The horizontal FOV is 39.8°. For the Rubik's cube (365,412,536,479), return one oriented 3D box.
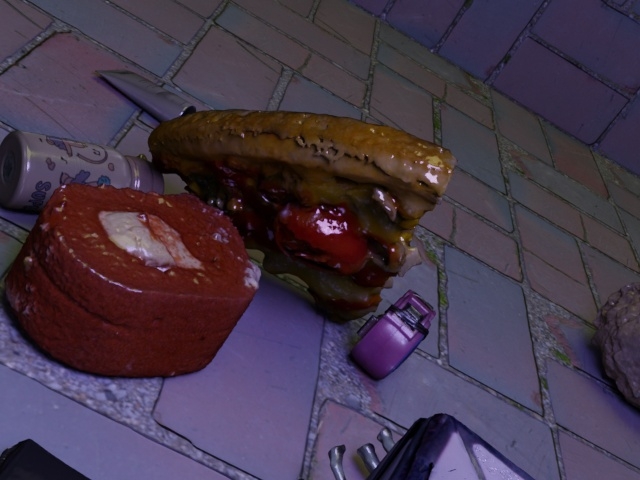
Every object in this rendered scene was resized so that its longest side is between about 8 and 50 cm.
[{"bbox_3d":[0.088,0.363,0.637,0.305,0.310,0.307,37,30,7],"label":"Rubik's cube"}]

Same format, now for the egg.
[{"bbox_3d":[0.636,0.197,1.551,0.279,0.279,0.310,5,14,-43],"label":"egg"}]

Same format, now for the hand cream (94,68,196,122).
[{"bbox_3d":[-0.282,-0.240,1.478,0.186,0.054,0.087,34,23,13],"label":"hand cream"}]

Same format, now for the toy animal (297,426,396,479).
[{"bbox_3d":[0.091,0.293,0.996,0.255,0.090,0.170,7,41,-36],"label":"toy animal"}]

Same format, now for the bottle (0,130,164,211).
[{"bbox_3d":[-0.302,-0.072,1.140,0.209,0.097,0.110,7,66,-41],"label":"bottle"}]

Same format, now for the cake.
[{"bbox_3d":[-0.200,0.046,1.002,0.283,0.151,0.177,7,34,-49],"label":"cake"}]

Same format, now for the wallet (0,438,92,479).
[{"bbox_3d":[-0.198,0.279,0.753,0.250,0.044,0.149,33,32,-3],"label":"wallet"}]

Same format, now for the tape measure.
[{"bbox_3d":[0.099,0.131,1.225,0.074,0.118,0.125,43,12,8],"label":"tape measure"}]

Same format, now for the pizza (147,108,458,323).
[{"bbox_3d":[0.000,0.000,1.132,0.440,0.406,0.130,11,54,34],"label":"pizza"}]
